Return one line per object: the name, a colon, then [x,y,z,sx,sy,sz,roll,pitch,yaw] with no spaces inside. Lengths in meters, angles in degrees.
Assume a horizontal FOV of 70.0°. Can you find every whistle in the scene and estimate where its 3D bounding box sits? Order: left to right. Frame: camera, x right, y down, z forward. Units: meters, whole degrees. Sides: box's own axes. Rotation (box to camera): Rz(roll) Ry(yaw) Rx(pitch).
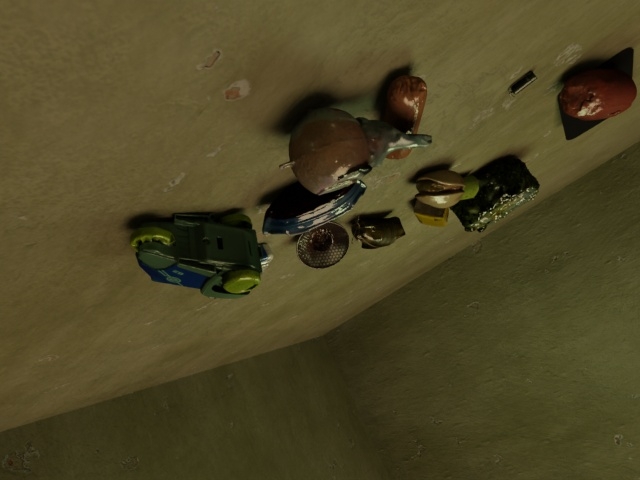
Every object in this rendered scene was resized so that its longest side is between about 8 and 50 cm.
whistle: [0.072,-0.205,0.961,0.348,0.189,0.189,-16,160,-20]

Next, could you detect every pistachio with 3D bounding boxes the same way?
pistachio: [0.414,-0.179,1.587,0.215,0.143,0.144,0,150,-35]

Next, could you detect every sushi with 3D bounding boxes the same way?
sushi: [0.709,-0.182,1.897,0.294,0.178,0.352,-8,154,-47]

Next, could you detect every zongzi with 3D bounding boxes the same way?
zongzi: [0.164,-0.007,1.767,0.248,0.111,0.241,-2,157,-41]

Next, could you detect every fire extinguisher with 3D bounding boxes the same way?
fire extinguisher: [0.548,-0.427,1.254,0.038,0.025,0.083,33,127,-26]

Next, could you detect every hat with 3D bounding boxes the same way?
hat: [0.000,0.000,1.602,0.193,0.082,0.192,-8,123,-13]

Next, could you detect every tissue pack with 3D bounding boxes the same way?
tissue pack: [0.441,-0.110,1.809,0.120,0.082,0.169,13,174,20]

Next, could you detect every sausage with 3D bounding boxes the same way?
sausage: [0.189,-0.277,1.067,0.086,0.086,0.289,-25,161,-5]
sausage: [0.847,-0.447,1.396,0.280,0.151,0.152,-12,157,-32]

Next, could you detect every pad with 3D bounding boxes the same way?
pad: [0.962,-0.522,1.567,0.315,0.063,0.375,-32,151,20]

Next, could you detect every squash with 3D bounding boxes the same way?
squash: [0.513,-0.195,1.752,0.188,0.095,0.095,-10,156,-32]

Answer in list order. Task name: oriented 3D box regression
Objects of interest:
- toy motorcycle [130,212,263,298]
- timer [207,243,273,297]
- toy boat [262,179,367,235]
toy motorcycle: [-0.318,0.040,1.133,0.327,0.191,0.200,9,147,-37]
timer: [-0.273,0.111,1.517,0.179,0.078,0.253,-13,157,-37]
toy boat: [-0.017,-0.089,1.228,0.310,0.129,0.142,-24,148,-3]
